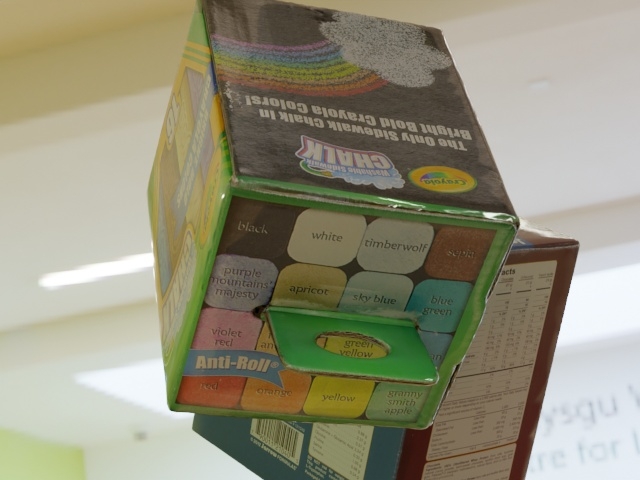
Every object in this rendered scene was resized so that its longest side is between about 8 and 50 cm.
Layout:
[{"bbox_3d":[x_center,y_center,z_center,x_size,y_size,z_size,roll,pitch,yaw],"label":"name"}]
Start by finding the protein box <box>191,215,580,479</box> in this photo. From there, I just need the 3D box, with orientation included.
[{"bbox_3d":[0.037,0.068,0.992,0.136,0.201,0.200,-4,22,-42],"label":"protein box"}]

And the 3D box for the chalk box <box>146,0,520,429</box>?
[{"bbox_3d":[0.000,0.000,0.682,0.132,0.213,0.132,8,-53,-15],"label":"chalk box"}]
